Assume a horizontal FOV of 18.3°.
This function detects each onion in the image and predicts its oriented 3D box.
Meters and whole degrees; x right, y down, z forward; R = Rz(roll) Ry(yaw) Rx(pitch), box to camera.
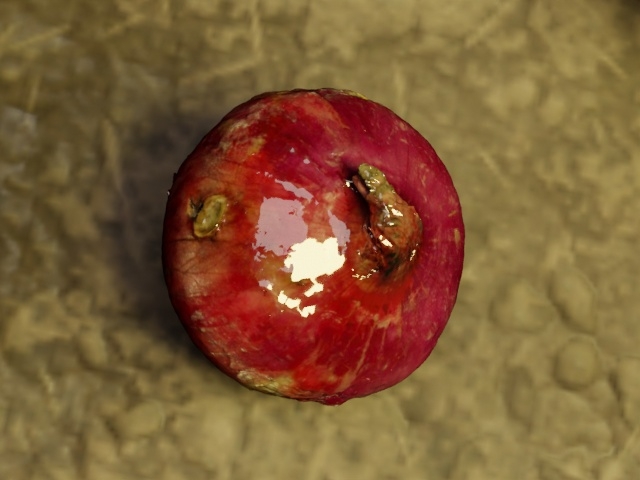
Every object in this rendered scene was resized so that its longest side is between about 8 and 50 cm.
[{"bbox_3d":[0.000,0.000,0.652,0.107,0.097,0.107,5,78,-24],"label":"onion"}]
